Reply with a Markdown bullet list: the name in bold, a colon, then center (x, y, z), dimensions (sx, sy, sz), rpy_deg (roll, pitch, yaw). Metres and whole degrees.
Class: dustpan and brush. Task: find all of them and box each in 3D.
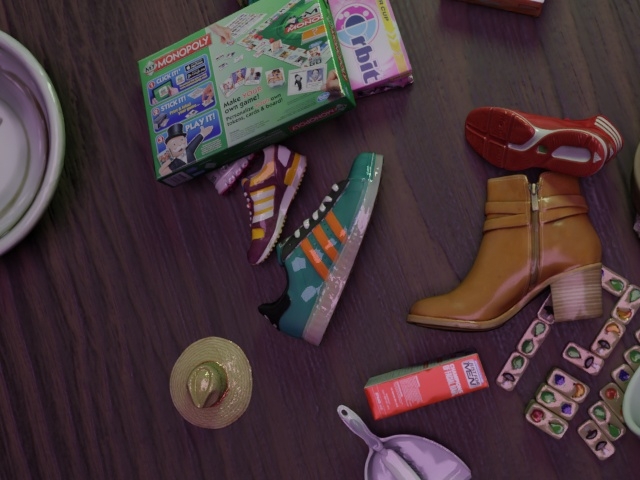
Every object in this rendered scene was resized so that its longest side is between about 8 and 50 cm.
- **dustpan and brush**: center (0.102, 0.319, 1.136), dimensions (0.147, 0.060, 0.211), rpy_deg (-44, 82, 4)

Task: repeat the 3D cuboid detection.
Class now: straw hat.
- **straw hat**: center (-0.176, 0.221, 1.183), dimensions (0.145, 0.061, 0.144), rpy_deg (0, 87, 8)

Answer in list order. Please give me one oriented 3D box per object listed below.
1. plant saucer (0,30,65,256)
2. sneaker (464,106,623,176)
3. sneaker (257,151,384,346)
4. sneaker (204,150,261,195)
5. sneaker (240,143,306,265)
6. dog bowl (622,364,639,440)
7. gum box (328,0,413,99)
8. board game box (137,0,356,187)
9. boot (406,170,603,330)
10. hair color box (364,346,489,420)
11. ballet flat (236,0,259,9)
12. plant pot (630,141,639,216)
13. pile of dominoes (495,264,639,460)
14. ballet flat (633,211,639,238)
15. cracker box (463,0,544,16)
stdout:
- **plant saucer**: center (-0.583, -0.147, 1.243), dimensions (0.401, 0.100, 0.400), rpy_deg (0, 87, 8)
- **sneaker**: center (0.329, -0.148, 1.125), dimensions (0.221, 0.128, 0.087), rpy_deg (27, 121, 36)
- **sneaker**: center (0.000, 0.000, 1.143), dimensions (0.121, 0.108, 0.302), rpy_deg (22, 92, 5)
- **sneaker**: center (-0.126, -0.154, 1.192), dimensions (0.075, 0.063, 0.170), rpy_deg (39, 98, 2)
- **sneaker**: center (-0.089, -0.056, 1.167), dimensions (0.084, 0.069, 0.185), rpy_deg (21, 94, -9)
- **dog bowl**: center (0.524, 0.189, 0.971), dimensions (0.265, 0.265, 0.104), rpy_deg (-43, 94, 4)
- **gum box**: center (0.064, -0.310, 1.171), dimensions (0.107, 0.062, 0.188), rpy_deg (-18, 85, 8)
- **board game box**: center (-0.119, -0.233, 1.144), dimensions (0.317, 0.046, 0.213), rpy_deg (-20, 68, 20)
- **boot**: center (0.254, 0.017, 1.108), dimensions (0.284, 0.109, 0.220), rpy_deg (-9, 81, 16)
- **hair color box**: center (0.153, 0.206, 1.118), dimensions (0.167, 0.093, 0.053), rpy_deg (-19, 85, 8)
- **ballet flat**: center (0.011, -0.472, 1.168), dimensions (0.349, 0.123, 0.123), rpy_deg (-29, 83, 6)
- **plant pot**: center (0.532, -0.134, 0.960), dimensions (0.263, 0.229, 0.263), rpy_deg (-9, 51, 11)
- **pile of dominoes**: center (0.391, 0.169, 1.110), dimensions (0.196, 0.040, 0.251), rpy_deg (32, 93, 9)
- **ballet flat**: center (0.560, -0.046, 1.077), dimensions (0.241, 0.091, 0.077), rpy_deg (-4, 64, 5)
- **cracker box**: center (0.280, -0.466, 1.144), dimensions (0.156, 0.067, 0.232), rpy_deg (15, 90, 10)
